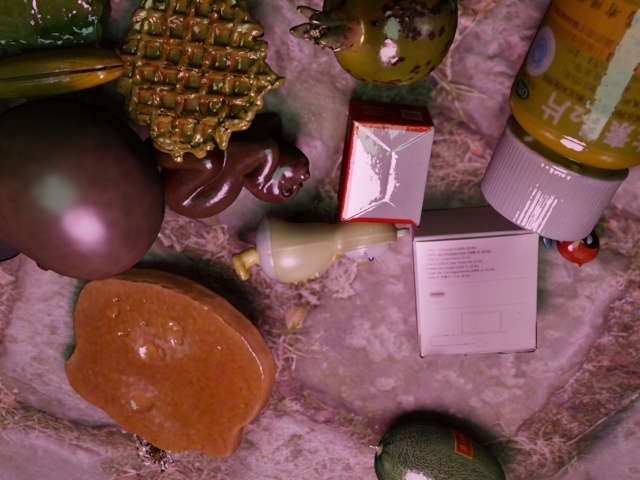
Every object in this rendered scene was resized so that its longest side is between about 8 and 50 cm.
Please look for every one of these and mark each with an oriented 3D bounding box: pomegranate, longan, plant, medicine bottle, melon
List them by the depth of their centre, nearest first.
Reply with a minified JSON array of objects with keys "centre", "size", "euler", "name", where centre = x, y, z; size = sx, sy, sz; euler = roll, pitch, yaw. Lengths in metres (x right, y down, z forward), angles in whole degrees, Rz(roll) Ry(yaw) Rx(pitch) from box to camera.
[{"centre":[0.069,-0.313,1.258],"size":[0.246,0.198,0.198],"euler":[-2,123,-15],"name":"pomegranate"},{"centre":[0.388,-0.205,1.303],"size":[0.224,0.224,0.384],"euler":[16,122,-8],"name":"medicine bottle"},{"centre":[-0.374,-0.072,1.343],"size":[0.300,0.243,0.300],"euler":[9,130,11],"name":"longan"},{"centre":[0.219,0.441,1.729],"size":[0.288,0.182,0.182],"euler":[26,119,-15],"name":"melon"},{"centre":[-0.311,0.403,1.763],"size":[0.104,0.122,0.116],"euler":[-35,108,8],"name":"plant"}]

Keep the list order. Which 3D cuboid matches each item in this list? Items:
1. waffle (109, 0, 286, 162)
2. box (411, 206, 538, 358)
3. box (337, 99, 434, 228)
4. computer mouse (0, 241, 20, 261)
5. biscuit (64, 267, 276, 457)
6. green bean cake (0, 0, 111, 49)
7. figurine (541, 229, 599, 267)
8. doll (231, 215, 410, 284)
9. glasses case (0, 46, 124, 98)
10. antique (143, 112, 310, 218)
[{"centre":[-0.189,-0.254,1.341],"size":[0.254,0.052,0.245],"euler":[-40,87,13],"name":"waffle"},{"centre":[0.260,0.072,1.545],"size":[0.203,0.106,0.251],"euler":[-4,122,5],"name":"box"},{"centre":[0.100,-0.121,1.437],"size":[0.133,0.099,0.182],"euler":[3,120,-3],"name":"box"},{"centre":[-0.503,-0.049,1.500],"size":[0.233,0.096,0.137],"euler":[-14,123,-3],"name":"computer mouse"},{"centre":[-0.270,0.218,1.629],"size":[0.385,0.062,0.365],"euler":[26,121,8],"name":"biscuit"},{"centre":[-0.410,-0.376,1.284],"size":[0.214,0.113,0.200],"euler":[-4,124,1],"name":"green bean cake"},{"centre":[0.411,-0.009,1.511],"size":[0.075,0.068,0.140],"euler":[-30,118,27],"name":"figurine"},{"centre":[0.002,0.012,1.503],"size":[0.296,0.141,0.117],"euler":[-3,83,1],"name":"doll"},{"centre":[-0.395,-0.239,1.300],"size":[0.234,0.079,0.064],"euler":[-3,103,18],"name":"glasses case"},{"centre":[-0.142,-0.109,1.438],"size":[0.257,0.121,0.143],"euler":[-9,121,9],"name":"antique"}]
